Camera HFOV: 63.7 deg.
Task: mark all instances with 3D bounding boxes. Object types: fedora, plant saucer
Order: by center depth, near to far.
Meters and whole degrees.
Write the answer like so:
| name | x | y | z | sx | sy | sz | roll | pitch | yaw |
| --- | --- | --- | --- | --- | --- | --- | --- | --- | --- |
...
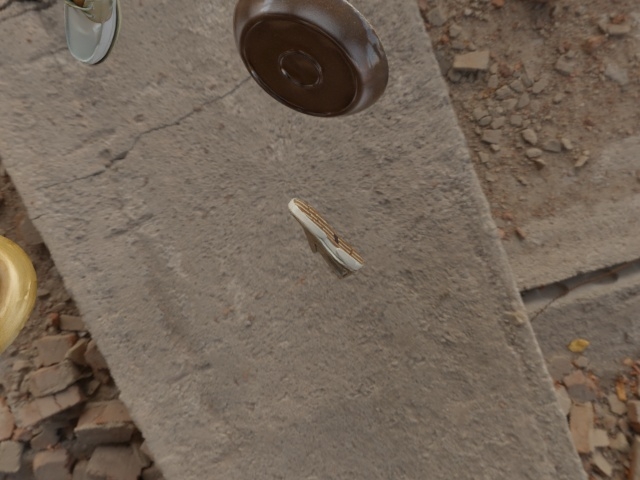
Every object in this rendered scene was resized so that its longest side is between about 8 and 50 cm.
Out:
| name | x | y | z | sx | sy | sz | roll | pitch | yaw |
| --- | --- | --- | --- | --- | --- | --- | --- | --- | --- |
| fedora | -0.382 | 0.081 | 0.530 | 0.195 | 0.079 | 0.194 | 1 | 59 | -1 |
| plant saucer | -0.029 | -0.327 | 0.945 | 0.311 | 0.310 | 0.050 | 28 | 67 | -7 |

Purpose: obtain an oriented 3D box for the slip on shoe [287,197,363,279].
| name | x | y | z | sx | sy | sz | roll | pitch | yaw |
| --- | --- | --- | --- | --- | --- | --- | --- | --- | --- |
| slip on shoe | 0.000 | 0.000 | 0.709 | 0.041 | 0.051 | 0.135 | -41 | 110 | 19 |

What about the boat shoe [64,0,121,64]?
| name | x | y | z | sx | sy | sz | roll | pitch | yaw |
| --- | --- | --- | --- | --- | --- | --- | --- | --- | --- |
| boat shoe | -0.435 | -0.468 | 0.962 | 0.113 | 0.103 | 0.302 | 23 | 124 | -4 |
